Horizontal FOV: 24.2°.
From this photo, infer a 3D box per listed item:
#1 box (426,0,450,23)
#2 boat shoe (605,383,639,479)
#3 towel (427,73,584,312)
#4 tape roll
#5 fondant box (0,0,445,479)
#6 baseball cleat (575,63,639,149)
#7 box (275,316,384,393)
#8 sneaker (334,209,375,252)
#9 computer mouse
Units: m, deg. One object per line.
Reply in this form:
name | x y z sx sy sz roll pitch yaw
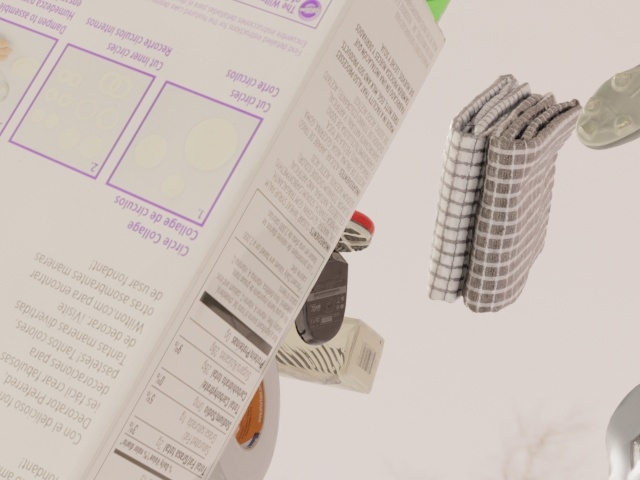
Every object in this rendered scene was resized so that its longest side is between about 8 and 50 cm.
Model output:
box | 0.023 -0.330 1.422 0.231 0.262 0.127 -66 -176 -31
boat shoe | 0.290 0.224 1.214 0.113 0.105 0.306 -45 -172 20
towel | 0.237 -0.061 1.898 0.121 0.283 0.235 13 -66 19
tape roll | -0.122 0.204 1.865 0.219 0.072 0.219 -1 90 -70
fondant box | -0.128 -0.010 0.671 0.238 0.096 0.330 23 -103 29
baseball cleat | 0.345 -0.149 1.461 0.072 0.206 0.109 56 10 32
box | -0.051 0.156 2.285 0.275 0.113 0.094 8 -108 29
sneaker | -0.025 -0.076 2.076 0.279 0.118 0.107 27 -17 36
computer mouse | 0.000 0.000 1.646 0.041 0.071 0.242 19 -71 44
